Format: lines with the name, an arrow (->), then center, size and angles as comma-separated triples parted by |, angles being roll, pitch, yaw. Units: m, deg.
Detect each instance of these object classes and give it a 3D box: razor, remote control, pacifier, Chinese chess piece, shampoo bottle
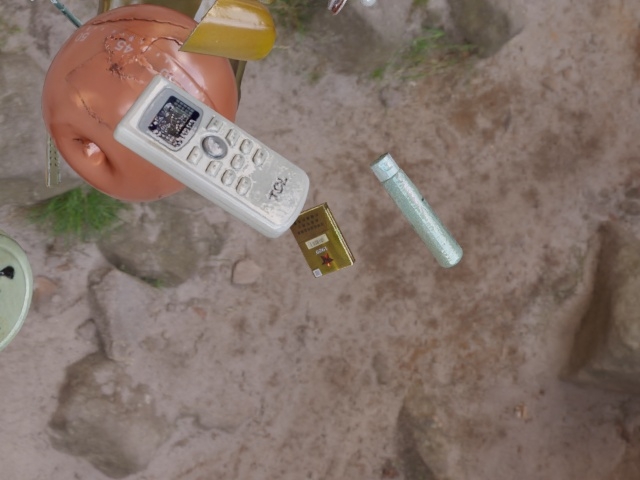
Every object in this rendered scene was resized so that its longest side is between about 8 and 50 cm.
razor -> -0.568, -0.510, 1.763 | 0.036, 0.084, 0.211 | 67, 7, 26
remote control -> -0.099, -0.079, 0.743 | 0.190, 0.029, 0.087 | 34, 51, -11
pacifier -> 0.050, -0.384, 1.184 | 0.078, 0.081, 0.099 | 20, 70, -17
Chinese chess piece -> -0.602, 0.090, 1.294 | 0.250, 0.101, 0.250 | 12, 90, -68
shampoo bottle -> 0.142, -0.046, 1.137 | 0.191, 0.041, 0.069 | 52, 14, -11

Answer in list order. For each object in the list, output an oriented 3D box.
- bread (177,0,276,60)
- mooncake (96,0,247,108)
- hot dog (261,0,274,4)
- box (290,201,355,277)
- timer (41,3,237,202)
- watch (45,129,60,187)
bread -> -0.090, -0.204, 0.719 | 0.103, 0.049, 0.062 | -3, 79, -42
mooncake -> -0.237, -0.340, 1.275 | 0.393, 0.246, 0.394 | -85, -173, -56
hot dog -> -0.125, -0.560, 1.676 | 0.061, 0.078, 0.169 | 49, 14, -4
box -> 0.000, 0.000, 1.489 | 0.133, 0.090, 0.023 | 63, 29, -10
timer -> -0.221, -0.168, 0.947 | 0.230, 0.229, 0.215 | 52, 50, -31
watch -> -0.516, -0.246, 1.695 | 0.164, 0.102, 0.269 | 4, 94, -3
